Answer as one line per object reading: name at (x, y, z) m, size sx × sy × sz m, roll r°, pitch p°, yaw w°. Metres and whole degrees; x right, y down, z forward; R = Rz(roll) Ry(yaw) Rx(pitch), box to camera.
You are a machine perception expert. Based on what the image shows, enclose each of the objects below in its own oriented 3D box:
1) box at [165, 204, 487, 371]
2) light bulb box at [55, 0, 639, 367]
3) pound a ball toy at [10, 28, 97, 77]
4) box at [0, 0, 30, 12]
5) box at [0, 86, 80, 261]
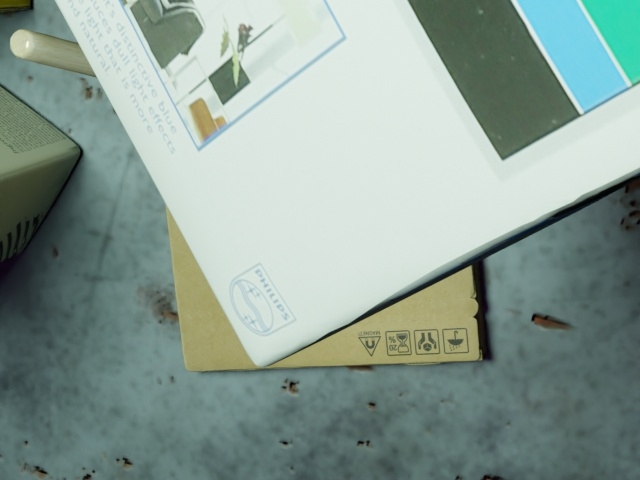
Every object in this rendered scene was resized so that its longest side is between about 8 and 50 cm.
box at (0.000, 0.000, 1.103) m, size 0.201 × 0.021 × 0.164 m, roll -3°, pitch 98°, yaw 18°
light bulb box at (0.133, -0.160, 0.674) m, size 0.361 × 0.358 × 0.225 m, roll -31°, pitch 88°, yaw 54°
pound a ball toy at (-0.116, -0.197, 0.974) m, size 0.135 × 0.319 × 0.208 m, roll -12°, pitch 81°, yaw 18°
box at (-0.369, -0.260, 1.089) m, size 0.290 × 0.177 × 0.279 m, roll -7°, pitch 96°, yaw 18°
box at (-0.259, -0.030, 1.042) m, size 0.113 × 0.275 × 0.094 m, roll 37°, pitch 109°, yaw 8°
